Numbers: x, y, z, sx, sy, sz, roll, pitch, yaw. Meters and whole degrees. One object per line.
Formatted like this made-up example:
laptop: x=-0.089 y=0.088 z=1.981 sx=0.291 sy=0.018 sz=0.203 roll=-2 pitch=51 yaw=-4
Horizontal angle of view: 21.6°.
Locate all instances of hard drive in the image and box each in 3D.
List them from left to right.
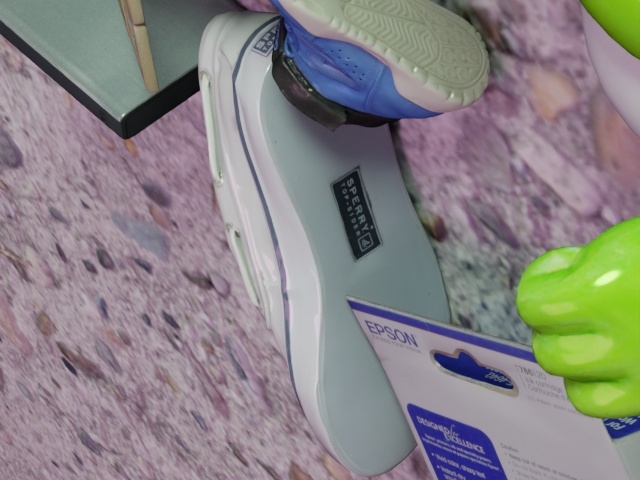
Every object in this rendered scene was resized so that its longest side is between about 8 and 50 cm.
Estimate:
hard drive: x=-0.110 y=-0.118 z=0.865 sx=0.135 sy=0.094 sz=0.022 roll=40 pitch=152 yaw=24

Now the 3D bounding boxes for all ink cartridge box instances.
ink cartridge box: x=0.139 y=0.156 z=0.840 sx=0.165 sy=0.065 sz=0.333 roll=16 pitch=138 yaw=51

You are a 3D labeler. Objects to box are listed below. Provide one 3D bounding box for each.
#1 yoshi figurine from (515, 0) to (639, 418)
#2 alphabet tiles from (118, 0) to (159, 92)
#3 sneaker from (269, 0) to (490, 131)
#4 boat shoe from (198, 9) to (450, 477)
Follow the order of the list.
yoshi figurine: x=0.135 y=-0.014 z=0.511 sx=0.362 sy=0.203 sz=0.203 roll=54 pitch=170 yaw=-8
alphabet tiles: x=-0.112 y=-0.214 z=0.739 sx=0.237 sy=0.009 sz=0.198 roll=82 pitch=171 yaw=-46
sneaker: x=-0.007 y=-0.098 z=0.713 sx=0.152 sy=0.058 sz=0.084 roll=33 pitch=152 yaw=-28
boat shoe: x=0.000 y=0.000 z=0.857 sx=0.084 sy=0.095 sz=0.258 roll=26 pitch=134 yaw=50
